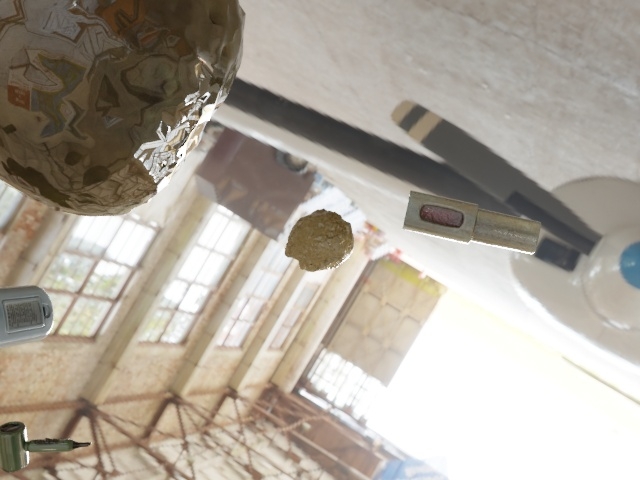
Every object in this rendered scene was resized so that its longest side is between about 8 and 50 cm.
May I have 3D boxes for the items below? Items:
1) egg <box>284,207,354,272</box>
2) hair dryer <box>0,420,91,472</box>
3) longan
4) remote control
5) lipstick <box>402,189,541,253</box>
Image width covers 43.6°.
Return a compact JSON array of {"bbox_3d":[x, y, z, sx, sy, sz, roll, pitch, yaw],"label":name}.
[{"bbox_3d":[0.000,0.000,1.537,0.140,0.118,0.116,-3,131,35],"label":"egg"},{"bbox_3d":[-0.448,0.334,1.305,0.150,0.071,0.047,-1,-163,-4],"label":"hair dryer"},{"bbox_3d":[-0.323,-0.264,1.105,0.404,0.436,0.404,29,-158,-13],"label":"longan"},{"bbox_3d":[-0.447,0.108,1.121,0.047,0.087,0.244,-7,179,11],"label":"remote control"},{"bbox_3d":[0.286,-0.031,1.527,0.252,0.079,0.077,14,178,5],"label":"lipstick"}]
